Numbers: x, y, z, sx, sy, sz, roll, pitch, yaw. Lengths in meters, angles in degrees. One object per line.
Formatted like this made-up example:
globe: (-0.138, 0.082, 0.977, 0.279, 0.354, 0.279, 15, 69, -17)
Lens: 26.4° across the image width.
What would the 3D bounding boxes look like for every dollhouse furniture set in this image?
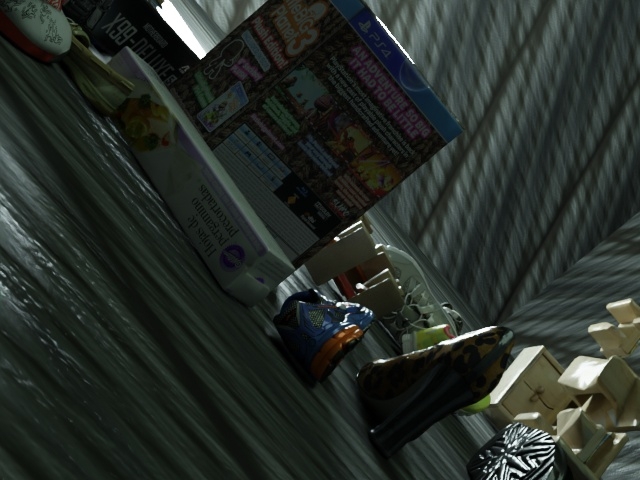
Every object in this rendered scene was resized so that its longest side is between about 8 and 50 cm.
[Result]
dollhouse furniture set: (0.000, 0.000, 1.891, 0.259, 0.135, 0.262, 61, 5, -9)
dollhouse furniture set: (0.498, 0.320, 2.411, 0.256, 0.362, 0.394, 47, -23, -10)

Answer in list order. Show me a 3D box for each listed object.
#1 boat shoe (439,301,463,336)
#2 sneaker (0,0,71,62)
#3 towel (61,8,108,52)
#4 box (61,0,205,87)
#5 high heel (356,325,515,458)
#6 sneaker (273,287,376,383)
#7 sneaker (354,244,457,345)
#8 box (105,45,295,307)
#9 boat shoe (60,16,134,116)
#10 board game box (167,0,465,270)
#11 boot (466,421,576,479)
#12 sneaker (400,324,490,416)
boat shoe: (0.243, 0.166, 2.699, 0.080, 0.073, 0.223, 49, 6, -9)
sneaker: (-0.271, -0.271, 1.294, 0.090, 0.145, 0.270, 53, 6, 25)
towel: (-0.325, -0.342, 1.832, 0.243, 0.040, 0.336, 51, 6, 3)
box: (-0.246, -0.294, 1.625, 0.242, 0.076, 0.307, 56, 6, 35)
high heel: (0.135, 0.143, 1.533, 0.093, 0.186, 0.261, 49, 6, -8)
sneaker: (0.002, 0.086, 1.447, 0.087, 0.083, 0.221, 43, 2, 3)
sneaker: (0.145, 0.112, 2.185, 0.281, 0.105, 0.115, 42, 16, -33)
box: (-0.141, -0.072, 1.425, 0.324, 0.063, 0.067, 54, 8, 30)
boat shoe: (-0.251, -0.199, 1.455, 0.153, 0.048, 0.056, 54, 7, 28)
board game box: (-0.024, -0.137, 1.588, 0.232, 0.291, 0.141, 45, 8, -42)
boot: (0.318, 0.372, 1.744, 0.260, 0.131, 0.348, 50, 6, 1)
sneaker: (0.217, 0.202, 2.136, 0.208, 0.094, 0.081, 42, 29, -37)
